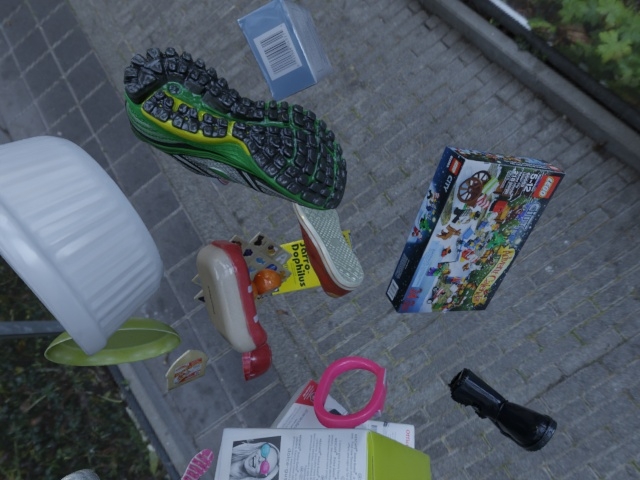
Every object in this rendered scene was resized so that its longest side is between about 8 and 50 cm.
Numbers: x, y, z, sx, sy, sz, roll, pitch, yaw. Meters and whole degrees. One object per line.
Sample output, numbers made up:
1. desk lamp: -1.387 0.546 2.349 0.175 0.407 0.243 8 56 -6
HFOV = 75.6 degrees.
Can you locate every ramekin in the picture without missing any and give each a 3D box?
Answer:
1. ramekin: -0.312 -0.001 0.507 0.273 0.273 0.127 37 57 19

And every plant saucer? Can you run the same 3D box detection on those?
1. plant saucer: -0.403 0.199 0.819 0.241 0.241 0.037 -20 63 12

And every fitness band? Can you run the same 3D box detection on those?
1. fitness band: 0.094 0.456 1.256 0.209 0.291 0.054 -6 110 20

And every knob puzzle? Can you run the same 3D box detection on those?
1. knob puzzle: -0.563 0.526 1.738 0.030 0.213 0.213 38 93 35

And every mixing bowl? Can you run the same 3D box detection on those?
1. mixing bowl: -0.254 0.473 1.669 0.098 0.181 0.181 2 79 -19

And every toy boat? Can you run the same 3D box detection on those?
1. toy boat: -0.147 0.103 0.831 0.151 0.151 0.231 17 120 55

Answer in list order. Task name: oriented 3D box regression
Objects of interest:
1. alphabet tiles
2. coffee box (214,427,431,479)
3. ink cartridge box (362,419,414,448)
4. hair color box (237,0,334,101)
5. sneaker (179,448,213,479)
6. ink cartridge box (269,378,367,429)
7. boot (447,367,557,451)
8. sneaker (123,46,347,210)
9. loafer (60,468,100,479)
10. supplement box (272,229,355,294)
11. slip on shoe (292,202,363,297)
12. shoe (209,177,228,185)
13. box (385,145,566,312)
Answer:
1. alphabet tiles: -0.272 0.128 1.471 0.342 0.285 0.011 -44 38 9
2. coffee box: 0.013 0.569 0.790 0.334 0.337 0.338 -14 53 28
3. ink cartridge box: 0.222 0.715 1.446 0.203 0.086 0.148 4 65 8
4. hair color box: -0.068 -0.483 1.048 0.113 0.374 0.185 -19 112 17
5. sneaker: -0.418 0.766 1.353 0.063 0.075 0.170 35 57 0
6. ink cartridge box: 0.001 0.612 1.297 0.273 0.197 0.114 42 138 3
7. boot: 0.441 0.418 1.046 0.207 0.246 0.094 37 76 12
8. sneaker: -0.111 -0.143 0.616 0.343 0.146 0.134 26 68 -19
9. loafer: -0.565 0.617 0.827 0.111 0.112 0.319 40 86 20
10. supplement box: -0.046 0.090 1.700 0.356 0.195 0.194 -13 90 18
11. slip on shoe: 0.000 0.000 1.046 0.101 0.123 0.331 -54 49 40
12. shoe: -0.175 -0.178 0.739 0.081 0.178 0.063 -3 37 15
13. box: 0.200 -0.003 0.558 0.044 0.159 0.233 -117 35 -51
